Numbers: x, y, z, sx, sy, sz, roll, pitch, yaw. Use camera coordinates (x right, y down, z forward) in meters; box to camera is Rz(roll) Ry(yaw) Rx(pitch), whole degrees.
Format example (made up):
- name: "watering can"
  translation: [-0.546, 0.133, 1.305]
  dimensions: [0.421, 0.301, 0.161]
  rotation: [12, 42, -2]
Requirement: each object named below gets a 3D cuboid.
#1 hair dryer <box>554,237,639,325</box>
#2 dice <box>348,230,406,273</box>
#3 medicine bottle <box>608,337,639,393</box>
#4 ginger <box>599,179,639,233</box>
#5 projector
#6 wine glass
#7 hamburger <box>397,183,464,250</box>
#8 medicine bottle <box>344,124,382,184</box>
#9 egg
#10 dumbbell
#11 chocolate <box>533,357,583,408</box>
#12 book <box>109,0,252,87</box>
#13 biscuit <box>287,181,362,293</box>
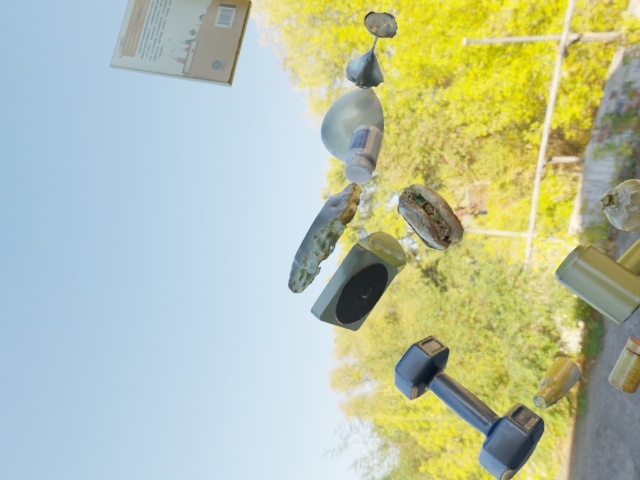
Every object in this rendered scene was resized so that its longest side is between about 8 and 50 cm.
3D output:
- name: "hair dryer"
  translation: [0.574, 0.026, 0.807]
  dimensions: [0.278, 0.135, 0.090]
  rotation: [-34, -34, -20]
- name: "dice"
  translation: [0.226, 0.076, 1.747]
  dimensions: [0.166, 0.169, 0.169]
  rotation: [-15, -26, -37]
- name: "medicine bottle"
  translation: [1.182, 0.474, 1.652]
  dimensions: [0.096, 0.096, 0.192]
  rotation: [-31, -42, -67]
- name: "ginger"
  translation: [0.876, -0.091, 1.157]
  dimensions: [0.152, 0.267, 0.138]
  rotation: [-109, 20, -49]
- name: "projector"
  translation: [0.110, 0.153, 1.388]
  dimensions: [0.259, 0.079, 0.257]
  rotation: [-56, -38, 2]
- name: "wine glass"
  translation: [0.182, -0.663, 1.515]
  dimensions: [0.232, 0.156, 0.156]
  rotation: [114, 172, -67]
- name: "hamburger"
  translation: [0.392, -0.084, 1.594]
  dimensions: [0.146, 0.286, 0.243]
  rotation: [-39, -28, -6]
- name: "medicine bottle"
  translation: [0.137, -0.277, 1.406]
  dimensions: [0.103, 0.102, 0.187]
  rotation: [74, -153, -51]
- name: "egg"
  translation: [0.111, -0.456, 1.795]
  dimensions: [0.337, 0.201, 0.337]
  rotation: [168, 90, -68]
- name: "dumbbell"
  translation: [0.322, 0.364, 0.983]
  dimensions: [0.160, 0.325, 0.144]
  rotation: [-53, -35, -1]
- name: "chocolate"
  translation: [0.649, 0.403, 1.214]
  dimensions: [0.219, 0.085, 0.086]
  rotation: [-15, -66, -41]
- name: "book"
  translation: [-0.317, -0.467, 0.989]
  dimensions: [0.020, 0.295, 0.208]
  rotation: [49, -127, -80]
- name: "biscuit"
  translation: [0.000, 0.000, 1.100]
  dimensions: [0.335, 0.078, 0.329]
  rotation: [-59, 2, 13]
